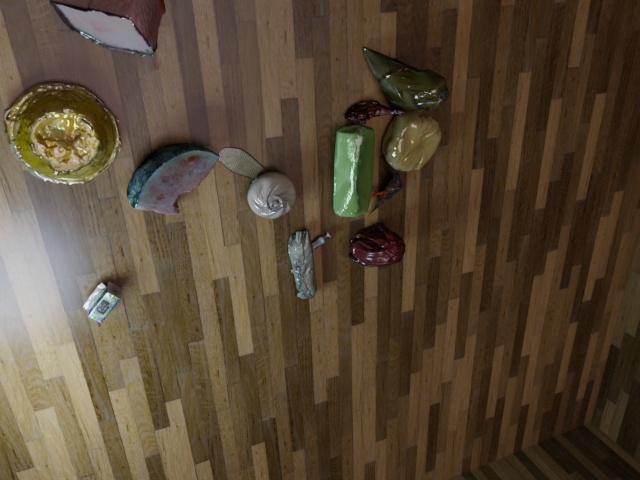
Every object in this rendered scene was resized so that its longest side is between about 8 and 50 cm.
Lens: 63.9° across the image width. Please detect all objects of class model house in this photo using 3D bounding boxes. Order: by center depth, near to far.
[{"bbox_3d":[-0.541,-0.660,1.372,0.237,0.202,0.237,14,83,8],"label":"model house"}]

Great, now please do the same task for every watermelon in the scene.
[{"bbox_3d":[-0.479,-0.203,1.653,0.318,0.148,0.226,-36,141,-21],"label":"watermelon"}]

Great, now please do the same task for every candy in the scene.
[{"bbox_3d":[0.122,-0.254,1.881,0.142,0.132,0.343,-41,139,-55],"label":"candy"}]

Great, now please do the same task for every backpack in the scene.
[{"bbox_3d":[0.227,0.027,1.995,0.230,0.229,0.138,-10,113,-20],"label":"backpack"}]

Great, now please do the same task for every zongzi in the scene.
[{"bbox_3d":[0.289,-0.559,1.736,0.125,0.251,0.274,-51,123,-16],"label":"zongzi"}]

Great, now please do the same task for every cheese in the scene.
[{"bbox_3d":[0.343,-0.369,1.931,0.214,0.117,0.225,6,116,-30],"label":"cheese"}]

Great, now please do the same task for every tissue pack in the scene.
[{"bbox_3d":[-0.736,0.201,1.730,0.079,0.085,0.111,37,96,-31],"label":"tissue pack"}]

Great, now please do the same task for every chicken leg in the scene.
[{"bbox_3d":[0.187,-0.455,1.822,0.205,0.093,0.053,-16,146,1],"label":"chicken leg"}]

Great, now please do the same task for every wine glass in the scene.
[{"bbox_3d":[0.000,0.000,1.987,0.083,0.042,0.039,-36,93,-2],"label":"wine glass"}]

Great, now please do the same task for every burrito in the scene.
[{"bbox_3d":[-0.066,0.095,1.987,0.096,0.066,0.309,-18,120,-21],"label":"burrito"}]

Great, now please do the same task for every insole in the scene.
[{"bbox_3d":[-0.242,-0.248,1.786,0.253,0.005,0.086,30,99,-32],"label":"insole"}]

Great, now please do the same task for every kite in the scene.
[{"bbox_3d":[0.263,-0.187,1.998,0.189,0.009,0.232,-16,145,-41],"label":"kite"}]

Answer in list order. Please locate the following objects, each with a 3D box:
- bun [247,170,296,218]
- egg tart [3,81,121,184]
[{"bbox_3d":[-0.165,-0.150,1.793,0.173,0.120,0.172,-10,122,-16],"label":"bun"},{"bbox_3d":[-0.740,-0.296,1.478,0.315,0.120,0.314,-9,115,-20],"label":"egg tart"}]
